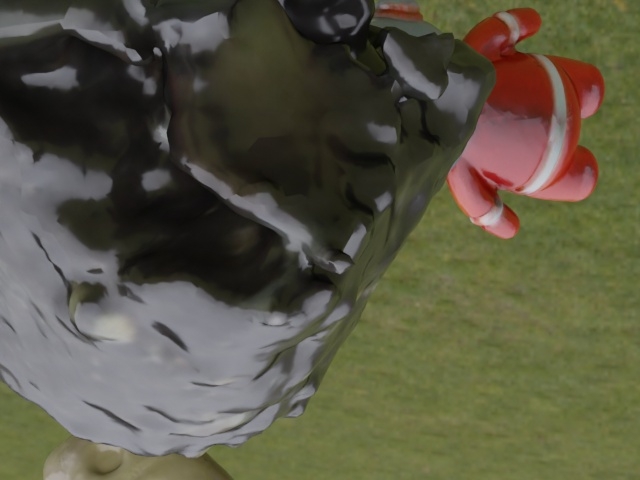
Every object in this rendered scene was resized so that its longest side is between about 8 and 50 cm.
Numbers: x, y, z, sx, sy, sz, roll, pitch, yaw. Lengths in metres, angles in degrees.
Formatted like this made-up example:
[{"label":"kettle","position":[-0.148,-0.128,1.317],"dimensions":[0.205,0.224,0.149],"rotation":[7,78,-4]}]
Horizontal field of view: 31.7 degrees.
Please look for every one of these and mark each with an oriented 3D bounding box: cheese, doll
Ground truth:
[{"label":"cheese","position":[-0.150,0.264,1.055],"dimensions":[0.235,0.117,0.218],"rotation":[45,151,1]},{"label":"doll","position":[0.077,-0.073,0.662],"dimensions":[0.245,0.142,0.076],"rotation":[1,-178,-35]}]

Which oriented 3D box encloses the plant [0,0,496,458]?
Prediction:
[{"label":"plant","position":[-0.041,-0.057,0.403],"dimensions":[0.188,0.199,0.276],"rotation":[30,136,14]}]
